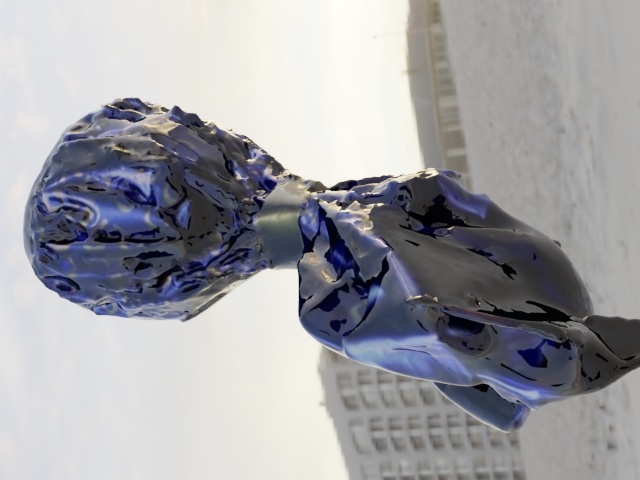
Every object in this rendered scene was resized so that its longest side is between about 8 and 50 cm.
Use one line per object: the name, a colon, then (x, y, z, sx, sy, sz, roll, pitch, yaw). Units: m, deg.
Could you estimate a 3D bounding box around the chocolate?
chocolate: (0.002, 0.003, 0.492, 0.148, 0.343, 0.126, 15, -94, -50)
